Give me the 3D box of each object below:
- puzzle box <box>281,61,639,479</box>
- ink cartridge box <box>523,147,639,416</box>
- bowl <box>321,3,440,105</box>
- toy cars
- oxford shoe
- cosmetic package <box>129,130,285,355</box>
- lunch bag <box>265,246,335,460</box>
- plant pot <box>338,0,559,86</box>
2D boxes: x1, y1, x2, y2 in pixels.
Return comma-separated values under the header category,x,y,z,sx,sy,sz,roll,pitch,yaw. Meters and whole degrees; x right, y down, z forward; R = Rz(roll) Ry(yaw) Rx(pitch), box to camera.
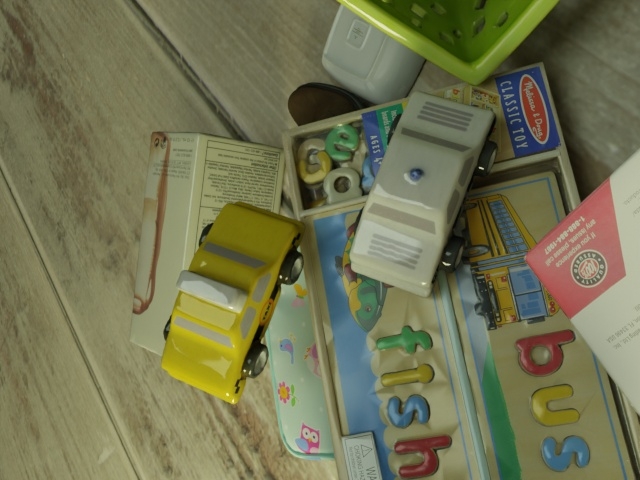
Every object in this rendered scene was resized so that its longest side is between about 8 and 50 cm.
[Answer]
category,x,y,z,sx,sy,sz,roll,pitch,yaw
puzzle box,0.126,0.055,0.694,0.272,0.052,0.408,-13,75,11
ink cartridge box,0.312,0.056,0.502,0.283,0.117,0.207,58,139,21
bowl,0.062,-0.242,0.874,0.142,0.053,0.142,40,115,38
toy cars,0.000,0.000,0.665,0.394,0.087,0.176,-30,73,7
oxford shoe,0.013,-0.125,0.876,0.227,0.096,0.082,48,138,40
cosmetic package,-0.157,0.006,1.009,0.129,0.153,0.296,10,93,47
lunch bag,0.031,0.106,0.840,0.224,0.108,0.279,-18,74,45
plant pot,0.122,-0.322,0.678,0.227,0.228,0.207,-50,20,32
